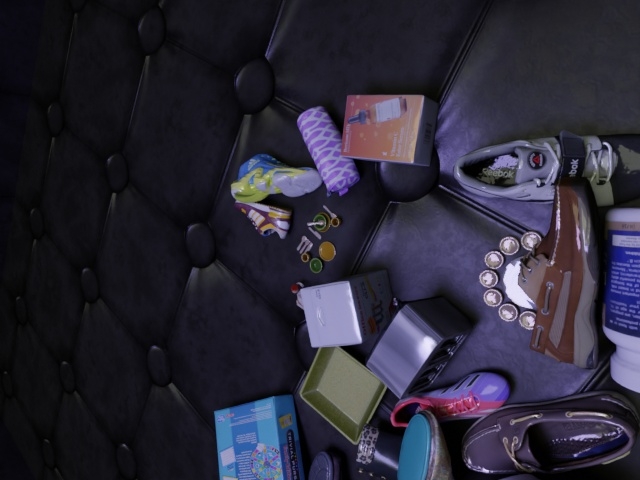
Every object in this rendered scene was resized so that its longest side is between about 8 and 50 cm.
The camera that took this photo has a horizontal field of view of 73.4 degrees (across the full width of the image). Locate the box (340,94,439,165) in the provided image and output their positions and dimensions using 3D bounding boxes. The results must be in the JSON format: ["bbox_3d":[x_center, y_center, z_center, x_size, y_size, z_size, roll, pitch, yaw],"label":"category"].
[{"bbox_3d":[0.141,-0.228,0.890,0.170,0.091,0.130,12,101,33],"label":"box"}]

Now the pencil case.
[{"bbox_3d":[0.018,-0.205,0.986,0.086,0.088,0.206,-23,79,1],"label":"pencil case"}]

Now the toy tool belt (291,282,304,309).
[{"bbox_3d":[-0.038,0.148,1.076,0.083,0.052,0.051,33,156,33],"label":"toy tool belt"}]

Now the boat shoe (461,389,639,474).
[{"bbox_3d":[0.389,0.359,0.770,0.324,0.096,0.117,-32,76,32],"label":"boat shoe"}]

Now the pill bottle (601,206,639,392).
[{"bbox_3d":[0.504,0.082,0.630,0.153,0.153,0.265,2,95,35],"label":"pill bottle"}]

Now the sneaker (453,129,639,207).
[{"bbox_3d":[0.382,-0.113,0.704,0.330,0.146,0.123,-1,93,33],"label":"sneaker"}]

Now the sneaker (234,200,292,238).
[{"bbox_3d":[-0.160,-0.057,1.129,0.185,0.069,0.084,15,98,34],"label":"sneaker"}]

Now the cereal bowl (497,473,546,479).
[{"bbox_3d":[0.322,0.496,0.718,0.339,0.339,0.141,-50,38,27],"label":"cereal bowl"}]

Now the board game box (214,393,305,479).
[{"bbox_3d":[-0.161,0.605,1.135,0.253,0.079,0.336,-26,63,34],"label":"board game box"}]

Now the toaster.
[{"bbox_3d":[0.189,0.201,0.841,0.110,0.185,0.168,42,116,35],"label":"toaster"}]

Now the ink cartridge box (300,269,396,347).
[{"bbox_3d":[0.065,0.144,0.926,0.127,0.176,0.128,-15,86,35],"label":"ink cartridge box"}]

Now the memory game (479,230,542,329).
[{"bbox_3d":[0.389,0.075,0.795,0.186,0.012,0.186,3,96,34],"label":"memory game"}]

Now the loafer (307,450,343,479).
[{"bbox_3d":[0.019,0.666,1.077,0.109,0.095,0.303,23,105,63],"label":"loafer"}]

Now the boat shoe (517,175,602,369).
[{"bbox_3d":[0.378,0.063,0.688,0.119,0.122,0.324,1,113,34],"label":"boat shoe"}]

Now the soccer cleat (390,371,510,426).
[{"bbox_3d":[0.255,0.328,0.860,0.248,0.095,0.083,-29,74,34],"label":"soccer cleat"}]

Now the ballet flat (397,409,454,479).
[{"bbox_3d":[0.196,0.497,0.824,0.123,0.123,0.349,15,91,33],"label":"ballet flat"}]

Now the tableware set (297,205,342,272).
[{"bbox_3d":[0.000,0.000,1.051,0.104,0.024,0.154,45,117,23],"label":"tableware set"}]

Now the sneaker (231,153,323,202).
[{"bbox_3d":[-0.111,-0.174,1.071,0.240,0.091,0.126,-7,61,13],"label":"sneaker"}]

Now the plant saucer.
[{"bbox_3d":[0.058,0.352,1.031,0.188,0.045,0.188,32,111,28],"label":"plant saucer"}]

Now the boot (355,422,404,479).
[{"bbox_3d":[0.166,0.524,0.931,0.178,0.085,0.237,8,92,21],"label":"boot"}]
